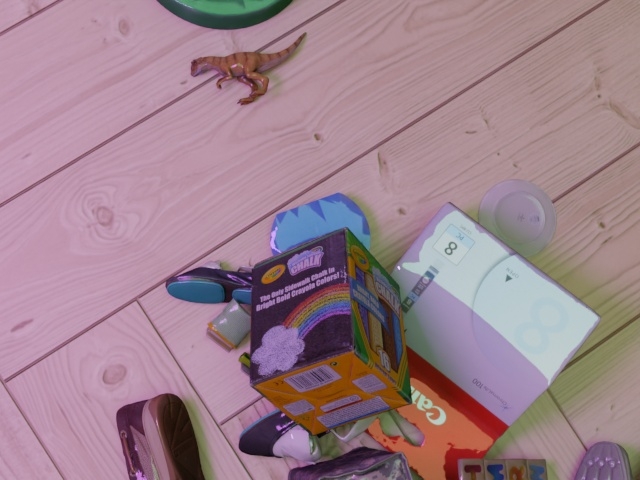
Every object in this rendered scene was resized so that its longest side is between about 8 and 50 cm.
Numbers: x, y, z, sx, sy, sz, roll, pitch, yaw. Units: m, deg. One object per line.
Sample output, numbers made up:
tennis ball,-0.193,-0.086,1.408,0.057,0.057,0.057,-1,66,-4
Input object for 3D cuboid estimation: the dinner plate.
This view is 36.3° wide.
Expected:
dinner plate,0.345,-0.039,1.703,0.141,0.017,0.141,1,84,-8

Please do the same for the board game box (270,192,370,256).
board game box,0.000,0.000,1.649,0.169,0.033,0.133,-20,91,-4

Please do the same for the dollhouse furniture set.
dollhouse furniture set,-0.112,0.173,1.580,0.152,0.058,0.076,41,103,-16

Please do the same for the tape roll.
tape roll,-0.166,-0.527,1.672,0.321,0.077,0.321,1,82,-6

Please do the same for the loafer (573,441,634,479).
loafer,0.479,0.498,1.617,0.111,0.112,0.319,23,69,-44

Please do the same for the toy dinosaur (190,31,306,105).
toy dinosaur,-0.114,-0.295,1.656,0.212,0.064,0.112,-10,83,-8

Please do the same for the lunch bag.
lunch bag,0.070,0.475,1.494,0.169,0.235,0.287,-15,84,-14

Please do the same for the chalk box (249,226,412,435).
chalk box,0.013,0.114,1.488,0.180,0.179,0.289,-22,45,22

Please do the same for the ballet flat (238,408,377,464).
ballet flat,-0.001,0.288,1.547,0.280,0.095,0.096,-32,50,6

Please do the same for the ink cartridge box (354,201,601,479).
ink cartridge box,0.210,0.179,1.581,0.308,0.091,0.385,38,88,8

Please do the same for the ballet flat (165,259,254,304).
ballet flat,-0.151,0.070,1.608,0.203,0.074,0.074,6,82,-2

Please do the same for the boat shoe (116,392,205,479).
boat shoe,-0.249,0.417,1.539,0.123,0.123,0.341,-15,90,21

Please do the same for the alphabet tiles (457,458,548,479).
alphabet tiles,0.301,0.485,1.521,0.343,0.011,0.285,12,69,-42
